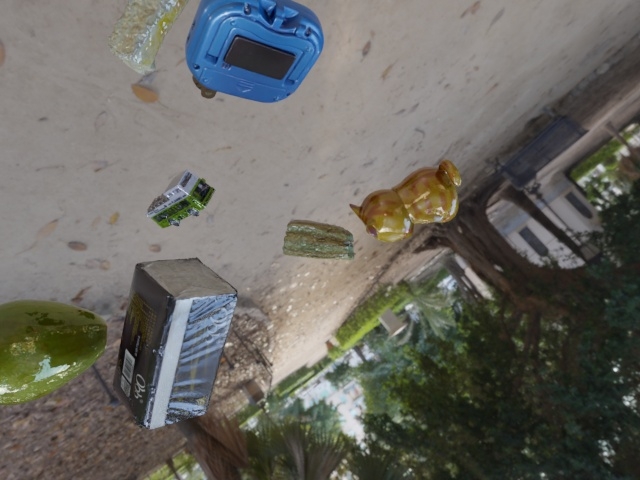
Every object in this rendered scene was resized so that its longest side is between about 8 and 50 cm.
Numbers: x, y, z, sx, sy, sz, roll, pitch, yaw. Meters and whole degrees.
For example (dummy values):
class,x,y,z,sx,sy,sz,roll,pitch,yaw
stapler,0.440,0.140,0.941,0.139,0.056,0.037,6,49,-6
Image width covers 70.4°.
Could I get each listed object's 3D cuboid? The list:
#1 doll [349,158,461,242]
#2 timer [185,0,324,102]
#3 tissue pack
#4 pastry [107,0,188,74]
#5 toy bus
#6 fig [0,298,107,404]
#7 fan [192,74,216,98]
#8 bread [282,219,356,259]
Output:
class,x,y,z,sx,sy,sz,roll,pitch,yaw
doll,0.234,-0.092,1.201,0.270,0.166,0.162,-32,123,2
timer,-0.177,-0.514,1.226,0.340,0.115,0.309,6,151,-32
tissue pack,-0.365,0.249,1.105,0.198,0.210,0.369,-4,118,-51
pastry,-0.305,-0.437,0.849,0.258,0.089,0.121,-58,-160,12
toy bus,-0.531,-0.144,1.683,0.302,0.139,0.113,-19,-141,40
fig,-0.716,0.275,1.163,0.326,0.258,0.258,-5,146,-45
fan,-0.401,-0.609,1.609,0.153,0.226,0.008,-35,167,-10
bread,0.000,0.000,1.279,0.138,0.196,0.102,-21,119,-77
